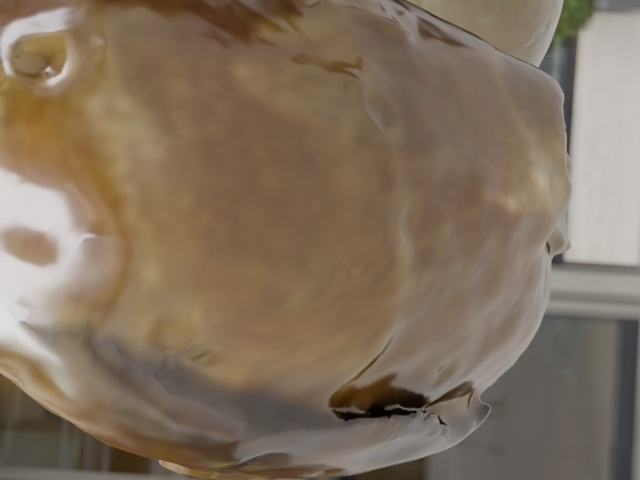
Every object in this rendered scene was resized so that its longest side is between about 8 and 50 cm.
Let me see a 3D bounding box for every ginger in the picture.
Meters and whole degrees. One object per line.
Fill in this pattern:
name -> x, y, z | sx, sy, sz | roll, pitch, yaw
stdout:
ginger -> 0.000, 0.000, 0.647 | 0.321, 0.172, 0.165 | 25, -119, -60

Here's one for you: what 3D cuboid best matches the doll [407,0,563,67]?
doll -> 0.090, -0.182, 1.115 | 0.330, 0.174, 0.235 | -54, -21, -37
